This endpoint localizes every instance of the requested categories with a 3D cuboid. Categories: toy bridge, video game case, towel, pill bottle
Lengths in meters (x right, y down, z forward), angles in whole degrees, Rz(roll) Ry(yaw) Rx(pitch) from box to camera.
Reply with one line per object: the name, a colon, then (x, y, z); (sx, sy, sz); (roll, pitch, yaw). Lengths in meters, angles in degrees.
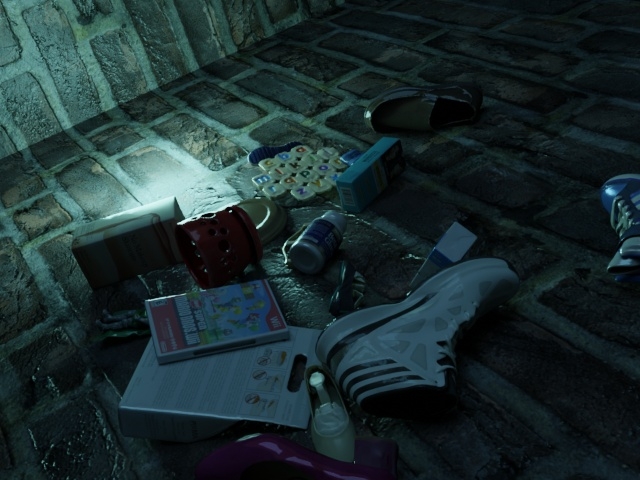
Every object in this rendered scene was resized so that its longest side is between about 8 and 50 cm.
toy bridge: (-0.062, 0.013, 2.184); (0.063, 0.026, 0.188); (-7, 32, 21)
video game case: (-0.232, 0.173, 1.856); (0.285, 0.025, 0.204); (-10, 34, -15)
towel: (0.116, -0.232, 2.465); (0.067, 0.029, 0.119); (-29, 41, -26)
pill bottle: (0.000, 0.000, 2.103); (0.094, 0.094, 0.169); (3, 36, 32)

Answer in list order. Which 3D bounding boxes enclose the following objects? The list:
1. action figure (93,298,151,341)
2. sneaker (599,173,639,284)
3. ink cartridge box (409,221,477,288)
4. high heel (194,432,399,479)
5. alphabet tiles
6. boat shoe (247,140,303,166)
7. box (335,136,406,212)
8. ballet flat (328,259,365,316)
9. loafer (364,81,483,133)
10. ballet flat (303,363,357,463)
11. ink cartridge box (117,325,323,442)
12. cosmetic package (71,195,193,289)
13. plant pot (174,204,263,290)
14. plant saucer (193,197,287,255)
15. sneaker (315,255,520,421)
action figure: (-0.430, 0.190, 2.064); (0.232, 0.064, 0.137); (-7, 29, 12)
sneaker: (0.648, -0.018, 1.745); (0.236, 0.130, 0.323); (-26, 36, -22)
ink cartridge box: (0.253, 0.057, 1.792); (0.060, 0.180, 0.104); (36, 50, 9)
high heel: (-0.050, 0.423, 1.411); (0.377, 0.127, 0.181); (-12, 32, 15)
alphabet tiles: (-0.052, -0.200, 2.498); (0.284, 0.021, 0.278); (-25, 39, -21)
boat shoe: (-0.141, -0.258, 2.631); (0.183, 0.066, 0.066); (-12, -16, -17)
box: (0.142, -0.183, 2.323); (0.060, 0.101, 0.244); (11, 41, 38)
ballet flat: (0.065, 0.114, 1.919); (0.074, 0.074, 0.203); (-9, 25, 15)
loafer: (0.310, -0.397, 2.547); (0.365, 0.134, 0.130); (-12, 30, 11)
ballet flat: (0.012, 0.320, 1.586); (0.086, 0.086, 0.248); (-19, 30, -1)
ink cartridge box: (-0.193, 0.293, 1.776); (0.384, 0.091, 0.308); (5, 34, 6)
cosmetic package: (-0.514, 0.006, 2.317); (0.296, 0.153, 0.129); (-19, 32, 2)
plant pot: (-0.252, 0.010, 2.132); (0.174, 0.191, 0.191); (-28, 31, -21)
plant saucer: (-0.228, -0.040, 2.350); (0.277, 0.041, 0.278); (-14, 31, 9)
sneaker: (0.240, 0.210, 1.621); (0.447, 0.169, 0.257); (-23, 47, -15)
